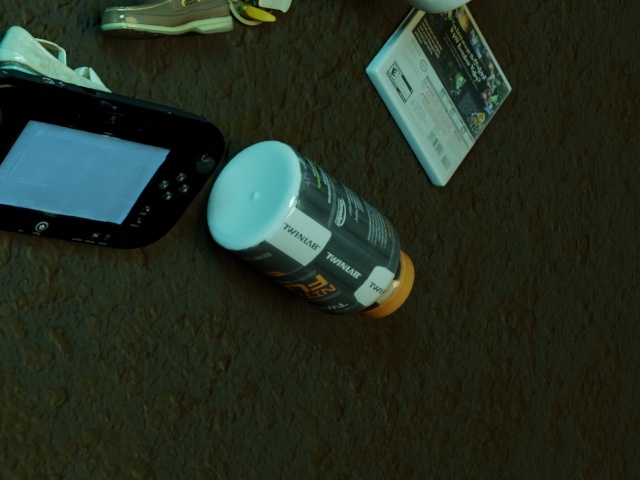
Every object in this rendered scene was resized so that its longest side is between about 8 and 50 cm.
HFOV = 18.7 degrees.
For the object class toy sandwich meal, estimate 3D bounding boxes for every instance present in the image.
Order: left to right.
[{"bbox_3d":[-0.065,-0.268,2.075,0.085,0.029,0.086,-8,100,-46],"label":"toy sandwich meal"}]

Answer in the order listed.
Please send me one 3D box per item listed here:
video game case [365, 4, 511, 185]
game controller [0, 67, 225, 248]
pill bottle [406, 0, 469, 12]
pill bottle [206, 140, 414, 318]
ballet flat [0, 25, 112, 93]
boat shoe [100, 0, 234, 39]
[{"bbox_3d":[0.143,-0.191,2.314,0.173,0.022,0.190,-54,129,-27],"label":"video game case"},{"bbox_3d":[-0.238,-0.071,1.852,0.319,0.067,0.166,11,116,-45],"label":"game controller"},{"bbox_3d":[0.052,-0.384,2.071,0.334,0.188,0.188,34,70,-44],"label":"pill bottle"},{"bbox_3d":[0.000,0.000,2.105,0.245,0.130,0.130,34,70,-43],"label":"pill bottle"},{"bbox_3d":[-0.244,-0.156,1.884,0.168,0.057,0.052,34,58,-45],"label":"ballet flat"},{"bbox_3d":[-0.158,-0.235,1.962,0.178,0.064,0.060,-13,99,-52],"label":"boat shoe"}]
